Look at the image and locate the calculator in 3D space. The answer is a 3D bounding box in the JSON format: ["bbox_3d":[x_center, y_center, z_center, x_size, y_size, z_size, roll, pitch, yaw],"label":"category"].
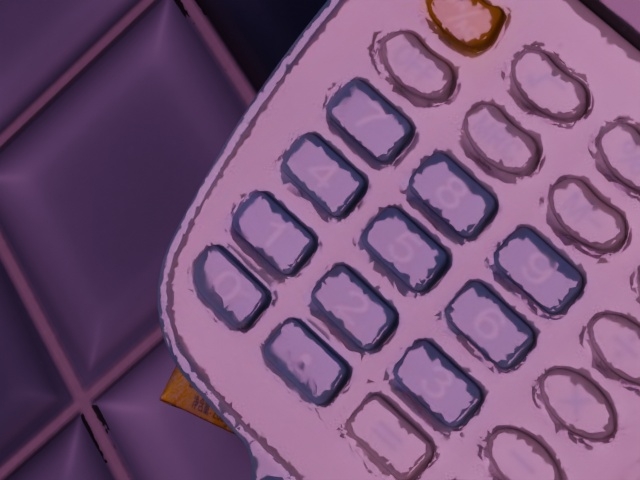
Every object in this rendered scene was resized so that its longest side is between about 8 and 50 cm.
[{"bbox_3d":[0.101,-0.026,0.810,0.256,0.054,0.386,43,93,15],"label":"calculator"}]

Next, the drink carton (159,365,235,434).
[{"bbox_3d":[0.000,0.000,0.895,0.084,0.074,0.200,23,87,33],"label":"drink carton"}]
